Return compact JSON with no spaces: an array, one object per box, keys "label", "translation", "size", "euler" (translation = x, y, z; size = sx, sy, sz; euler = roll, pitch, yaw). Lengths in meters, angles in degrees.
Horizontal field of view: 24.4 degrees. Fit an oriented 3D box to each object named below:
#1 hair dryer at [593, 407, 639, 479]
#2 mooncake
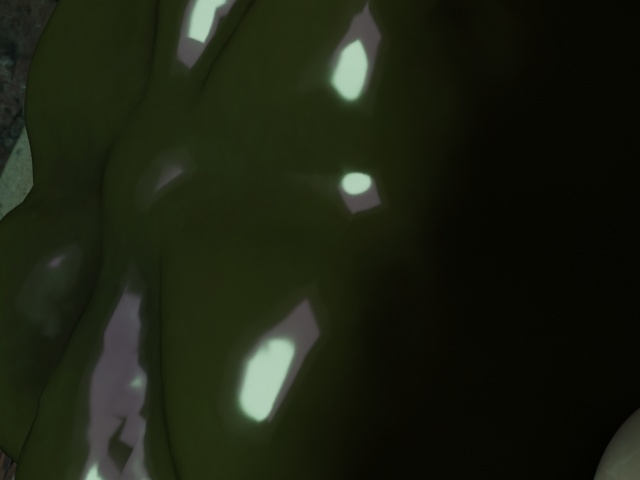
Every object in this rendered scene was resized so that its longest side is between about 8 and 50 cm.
[{"label":"hair dryer","translation":[0.235,-0.002,0.569],"size":[0.344,0.107,0.189],"euler":[-64,17,-19]},{"label":"mooncake","translation":[0.004,-0.006,0.784],"size":[0.467,0.262,0.467],"euler":[-34,49,49]}]
